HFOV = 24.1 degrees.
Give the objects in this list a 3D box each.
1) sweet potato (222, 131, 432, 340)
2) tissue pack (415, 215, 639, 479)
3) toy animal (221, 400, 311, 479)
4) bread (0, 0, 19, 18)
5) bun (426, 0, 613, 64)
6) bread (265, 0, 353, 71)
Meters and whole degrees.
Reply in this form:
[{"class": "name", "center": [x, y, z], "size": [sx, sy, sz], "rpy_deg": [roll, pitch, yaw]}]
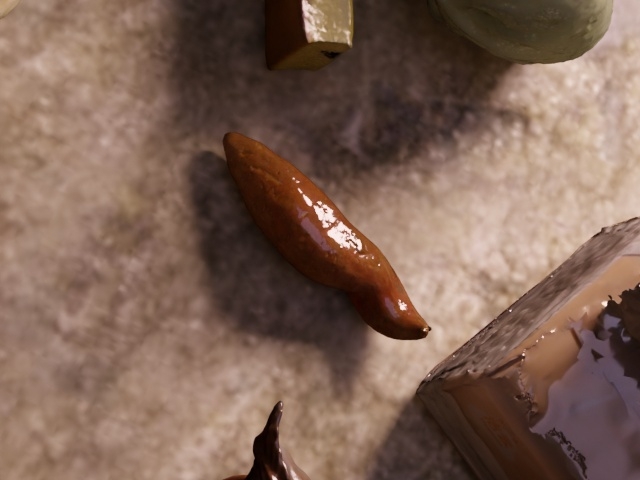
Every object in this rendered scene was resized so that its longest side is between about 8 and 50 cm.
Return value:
[{"class": "sweet potato", "center": [-0.001, 0.000, 1.070], "size": [0.202, 0.055, 0.058], "rpy_deg": [46, 69, -7]}, {"class": "tissue pack", "center": [0.258, 0.155, 1.049], "size": [0.238, 0.238, 0.306], "rpy_deg": [-37, 95, -22]}, {"class": "toy animal", "center": [-0.040, 0.210, 1.011], "size": [0.179, 0.089, 0.188], "rpy_deg": [-17, 92, -7]}, {"class": "bread", "center": [-0.341, -0.180, 0.977], "size": [0.316, 0.054, 0.316], "rpy_deg": [4, 79, -21]}, {"class": "bun", "center": [0.130, -0.224, 1.110], "size": [0.126, 0.204, 0.213], "rpy_deg": [-20, 52, 2]}, {"class": "bread", "center": [-0.009, -0.239, 1.092], "size": [0.049, 0.088, 0.226], "rpy_deg": [3, 81, -18]}]
